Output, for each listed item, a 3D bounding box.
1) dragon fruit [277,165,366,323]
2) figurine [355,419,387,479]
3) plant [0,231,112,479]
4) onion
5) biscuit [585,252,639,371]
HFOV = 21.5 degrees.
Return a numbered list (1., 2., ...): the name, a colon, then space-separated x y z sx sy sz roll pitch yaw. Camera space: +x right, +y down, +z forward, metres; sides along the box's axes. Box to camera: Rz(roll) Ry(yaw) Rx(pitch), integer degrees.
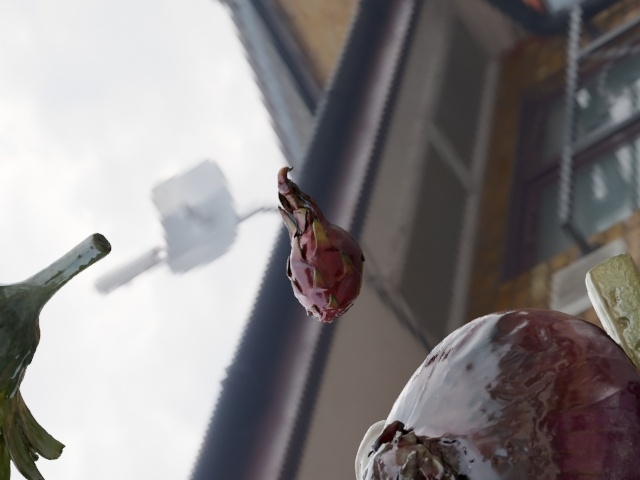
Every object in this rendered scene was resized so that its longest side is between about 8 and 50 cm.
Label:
1. dragon fruit: 0.000 0.000 1.965 0.094 0.094 0.190 -31 -72 -65
2. figurine: 0.151 0.419 2.042 0.268 0.387 0.401 -17 -106 -31
3. plant: -0.369 0.084 1.752 0.261 0.297 0.306 24 170 48
4. onion: 0.152 0.226 1.569 0.285 0.347 0.348 16 -133 -35
5. biscuit: 0.318 0.103 1.670 0.052 0.056 0.188 62 -173 -59
